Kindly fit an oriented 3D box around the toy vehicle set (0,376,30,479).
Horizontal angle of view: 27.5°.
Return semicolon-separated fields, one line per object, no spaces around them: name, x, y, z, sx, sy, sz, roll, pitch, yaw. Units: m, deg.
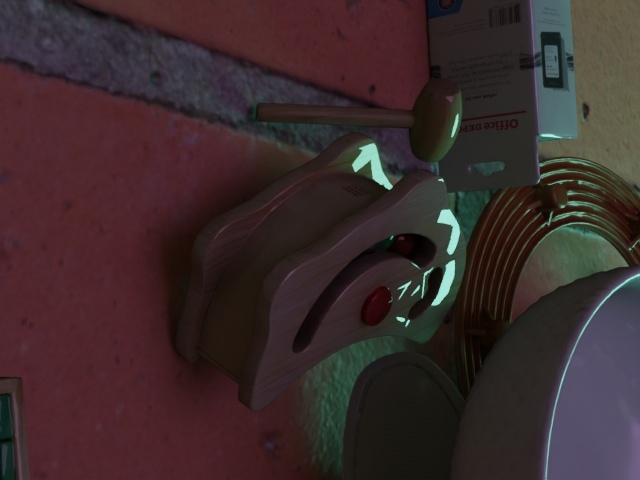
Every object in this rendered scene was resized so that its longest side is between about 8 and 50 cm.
toy vehicle set;-0.231;0.214;0.707;0.166;0.035;0.267;-5;91;-45

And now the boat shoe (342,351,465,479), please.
boat shoe;0.080;0.231;0.983;0.114;0.091;0.302;-9;90;-3

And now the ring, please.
ring;0.230;0.095;1.085;0.336;0.032;0.337;11;74;-42

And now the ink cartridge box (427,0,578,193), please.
ink cartridge box;0.147;-0.131;1.063;0.060;0.104;0.180;-3;90;-46

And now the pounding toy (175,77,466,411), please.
pounding toy;0.000;0.000;0.932;0.269;0.155;0.154;-34;140;-31

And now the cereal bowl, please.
cereal bowl;0.203;0.187;0.920;0.339;0.141;0.339;11;74;-44
